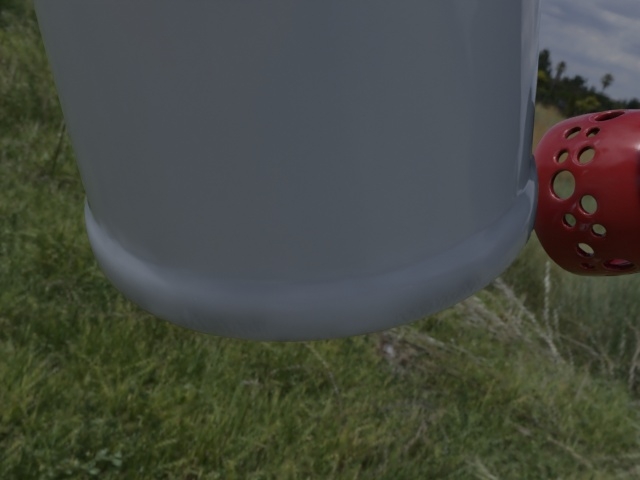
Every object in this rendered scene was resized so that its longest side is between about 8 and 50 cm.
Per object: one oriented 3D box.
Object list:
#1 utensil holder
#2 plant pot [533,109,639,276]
[{"bbox_3d":[-0.019,-0.188,0.490,0.328,0.385,0.327,-3,33,2],"label":"utensil holder"},{"bbox_3d":[0.355,-0.054,0.878,0.191,0.191,0.174,11,-7,-33],"label":"plant pot"}]
